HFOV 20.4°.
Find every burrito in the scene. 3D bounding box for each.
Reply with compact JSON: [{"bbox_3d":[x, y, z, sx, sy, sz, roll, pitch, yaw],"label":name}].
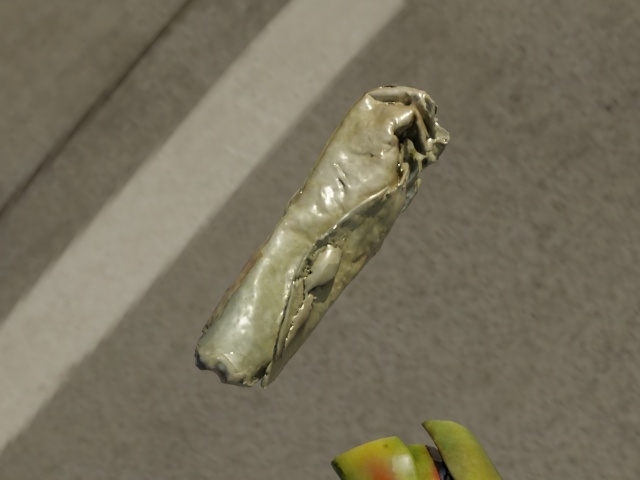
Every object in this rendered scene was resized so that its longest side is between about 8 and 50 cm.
[{"bbox_3d":[0.000,0.000,0.691,0.041,0.055,0.149,33,71,9],"label":"burrito"}]

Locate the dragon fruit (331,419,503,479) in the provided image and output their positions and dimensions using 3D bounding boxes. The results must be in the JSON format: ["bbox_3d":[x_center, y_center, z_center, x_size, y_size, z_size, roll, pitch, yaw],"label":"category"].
[{"bbox_3d":[0.026,0.088,0.324,0.086,0.081,0.116,9,45,-1],"label":"dragon fruit"}]
